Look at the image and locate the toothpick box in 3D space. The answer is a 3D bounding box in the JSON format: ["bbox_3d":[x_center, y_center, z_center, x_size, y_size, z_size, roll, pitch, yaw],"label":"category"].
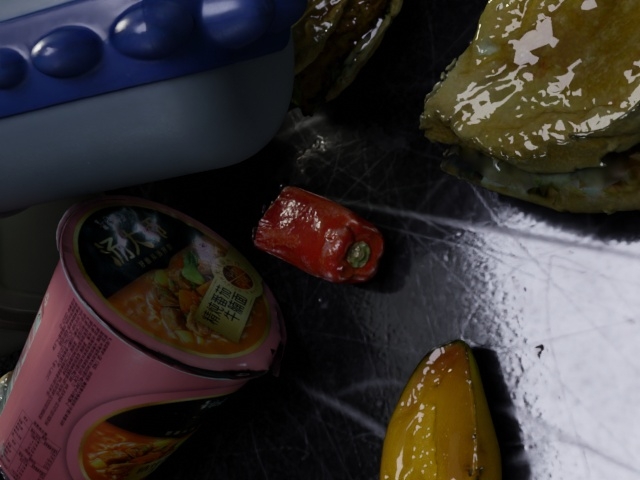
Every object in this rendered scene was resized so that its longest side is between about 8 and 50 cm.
[{"bbox_3d":[-0.180,-0.154,0.585,0.355,0.263,0.263,-8,75,19],"label":"toothpick box"}]

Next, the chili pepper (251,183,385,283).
[{"bbox_3d":[0.000,0.000,0.672,0.123,0.073,0.070,25,136,38],"label":"chili pepper"}]

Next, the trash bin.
[{"bbox_3d":[-0.392,0.035,0.852,0.250,0.219,0.219,-27,63,35],"label":"trash bin"}]

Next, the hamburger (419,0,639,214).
[{"bbox_3d":[0.225,-0.151,0.507,0.211,0.132,0.308,36,101,34],"label":"hamburger"}]

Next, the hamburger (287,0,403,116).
[{"bbox_3d":[-0.025,-0.240,0.724,0.206,0.130,0.183,40,106,16],"label":"hamburger"}]

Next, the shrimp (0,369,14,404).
[{"bbox_3d":[-0.371,0.225,0.888,0.187,0.052,0.132,24,94,39],"label":"shrimp"}]

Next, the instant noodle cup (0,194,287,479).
[{"bbox_3d":[-0.194,0.124,0.701,0.255,0.244,0.244,-54,55,24],"label":"instant noodle cup"}]

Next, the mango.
[{"bbox_3d":[0.095,0.173,0.569,0.101,0.066,0.187,-7,70,42],"label":"mango"}]
